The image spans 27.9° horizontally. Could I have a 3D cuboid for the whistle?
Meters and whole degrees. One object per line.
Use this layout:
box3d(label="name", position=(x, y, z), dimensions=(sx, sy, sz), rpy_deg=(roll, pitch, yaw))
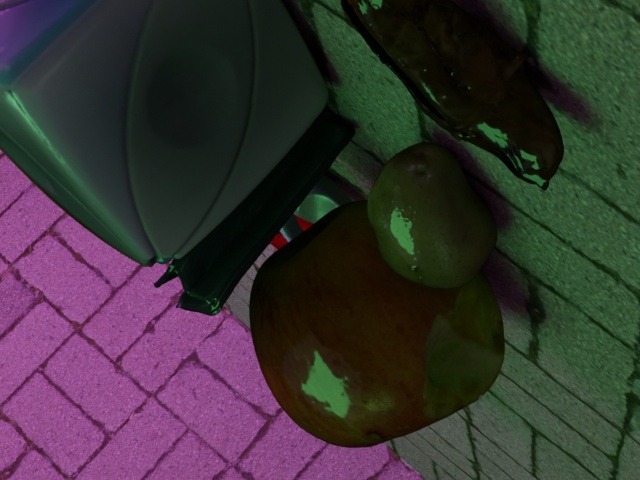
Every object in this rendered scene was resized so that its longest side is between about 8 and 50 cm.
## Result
box3d(label="whistle", position=(-0.049, -0.092, 2.007), dimensions=(0.274, 0.093, 0.186), rpy_deg=(33, 137, 31))

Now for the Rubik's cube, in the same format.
box3d(label="Rubik's cube", position=(-0.248, -0.221, 1.610), dimensions=(0.352, 0.351, 0.347), rpy_deg=(33, 163, 49))

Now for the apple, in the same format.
box3d(label="apple", position=(0.070, 0.109, 1.755), dimensions=(0.339, 0.339, 0.339), rpy_deg=(41, 167, 12))

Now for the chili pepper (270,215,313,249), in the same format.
box3d(label="chili pepper", position=(0.000, 0.000, 2.122), dimensions=(0.387, 0.110, 0.110), rpy_deg=(33, 163, 34))

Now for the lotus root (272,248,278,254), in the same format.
box3d(label="lotus root", position=(-0.013, 0.059, 2.298), dimensions=(0.138, 0.138, 0.214), rpy_deg=(38, 166, 24))

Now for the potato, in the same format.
box3d(label="potato", position=(0.133, -0.033, 1.548), dimensions=(0.157, 0.157, 0.194), rpy_deg=(34, 151, 37))

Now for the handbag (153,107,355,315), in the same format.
box3d(label="handbag", position=(-0.099, -0.049, 1.765), dimensions=(0.089, 0.326, 0.238), rpy_deg=(39, 167, -10))

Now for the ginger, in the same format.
box3d(label="ginger", position=(0.114, -0.184, 1.181), dimensions=(0.133, 0.107, 0.309), rpy_deg=(-8, 130, 44))
